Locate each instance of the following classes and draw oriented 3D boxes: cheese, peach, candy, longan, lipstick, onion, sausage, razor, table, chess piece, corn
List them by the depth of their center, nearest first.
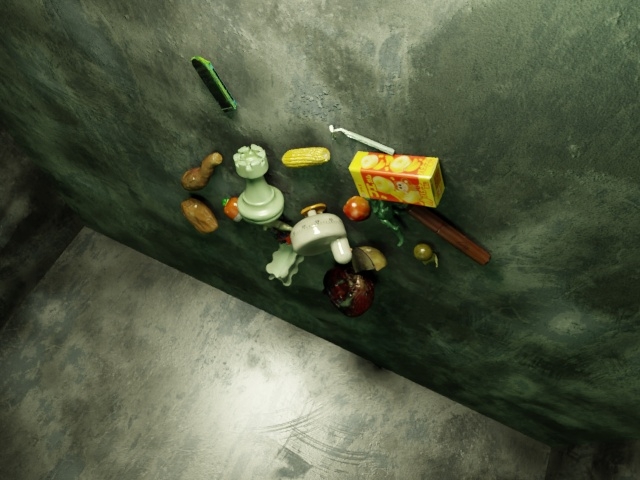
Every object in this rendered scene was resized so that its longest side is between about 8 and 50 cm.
[{"bbox_3d":[0.131,-0.311,1.449,0.212,0.035,0.084,18,178,6],"label":"razor"},{"bbox_3d":[0.242,-0.197,1.482,0.276,0.088,0.146,10,151,31],"label":"candy"},{"bbox_3d":[-0.054,-0.288,1.622,0.207,0.067,0.067,2,145,43],"label":"corn"},{"bbox_3d":[0.452,-0.024,1.639,0.357,0.057,0.057,34,154,-12],"label":"lipstick"},{"bbox_3d":[0.141,-0.114,1.732,0.101,0.100,0.100,22,154,11],"label":"peach"},{"bbox_3d":[0.400,0.047,1.817,0.075,0.075,0.083,24,-176,7],"label":"longan"},{"bbox_3d":[-0.252,-0.222,1.830,0.195,0.194,0.299,19,145,18],"label":"chess piece"},{"bbox_3d":[0.444,0.076,1.852,0.084,0.041,0.060,12,145,52],"label":"cheese"},{"bbox_3d":[0.133,0.234,2.264,0.281,0.221,0.281,46,162,19],"label":"onion"},{"bbox_3d":[-0.176,0.113,2.340,0.167,0.198,0.166,22,154,11],"label":"table"},{"bbox_3d":[-0.625,-0.125,2.424,0.136,0.120,0.241,24,158,34],"label":"sausage"}]

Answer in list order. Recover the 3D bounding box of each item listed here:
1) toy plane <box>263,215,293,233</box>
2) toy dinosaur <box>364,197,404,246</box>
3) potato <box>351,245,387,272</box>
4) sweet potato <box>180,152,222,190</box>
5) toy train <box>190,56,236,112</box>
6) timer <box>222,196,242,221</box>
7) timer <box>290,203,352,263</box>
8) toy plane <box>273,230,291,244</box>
[{"bbox_3d":[-0.159,-0.060,2.141,0.287,0.091,0.108,15,173,25],"label":"toy plane"},{"bbox_3d":[0.257,-0.089,1.686,0.292,0.079,0.120,45,155,-28],"label":"toy dinosaur"},{"bbox_3d":[0.219,0.070,2.039,0.261,0.100,0.120,162,88,-75],"label":"potato"},{"bbox_3d":[-0.533,-0.284,2.052,0.109,0.109,0.385,39,152,-22],"label":"sweet potato"},{"bbox_3d":[-0.344,-0.513,1.512,0.044,0.042,0.209,-12,138,20],"label":"toy train"},{"bbox_3d":[-0.408,-0.153,2.184,0.136,0.099,0.136,12,145,9],"label":"timer"},{"bbox_3d":[0.000,0.000,1.913,0.234,0.239,0.233,-16,161,-6],"label":"timer"},{"bbox_3d":[-0.186,-0.024,2.236,0.189,0.130,0.061,25,116,40],"label":"toy plane"}]
